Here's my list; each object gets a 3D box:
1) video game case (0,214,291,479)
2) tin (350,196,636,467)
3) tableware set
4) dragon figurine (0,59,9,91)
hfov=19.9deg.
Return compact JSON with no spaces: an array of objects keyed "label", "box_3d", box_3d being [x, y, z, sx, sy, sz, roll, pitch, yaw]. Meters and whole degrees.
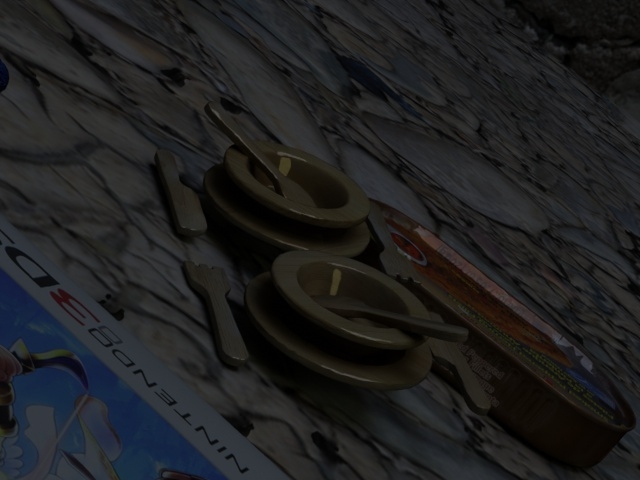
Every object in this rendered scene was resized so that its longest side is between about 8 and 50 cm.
[{"label":"video game case","box_3d":[-0.113,0.060,0.431,0.244,0.061,0.269,40,16,10]},{"label":"tin","box_3d":[0.081,0.048,0.955,0.189,0.040,0.106,38,11,0]},{"label":"tableware set","box_3d":[0.000,0.000,0.832,0.128,0.039,0.194,13,26,-22]},{"label":"dragon figurine","box_3d":[-0.222,-0.090,0.560,0.144,0.085,0.289,47,16,30]}]
